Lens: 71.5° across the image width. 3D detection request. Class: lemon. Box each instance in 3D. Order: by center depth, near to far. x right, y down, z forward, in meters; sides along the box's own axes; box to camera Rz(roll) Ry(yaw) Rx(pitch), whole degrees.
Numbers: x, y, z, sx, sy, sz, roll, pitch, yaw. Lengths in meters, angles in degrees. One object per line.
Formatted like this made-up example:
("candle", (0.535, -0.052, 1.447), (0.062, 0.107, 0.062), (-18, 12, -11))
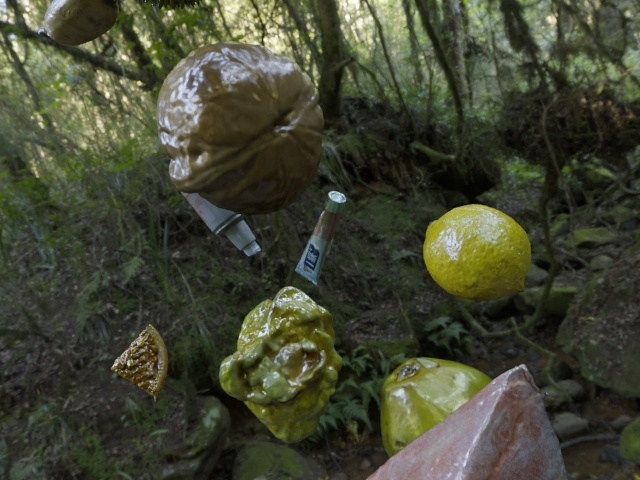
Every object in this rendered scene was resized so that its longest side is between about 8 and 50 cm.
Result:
("lemon", (0.174, 0.013, 0.505), (0.109, 0.133, 0.109), (-28, -42, -29))

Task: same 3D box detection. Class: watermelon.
("watermelon", (0.180, 0.309, 0.575), (0.282, 0.293, 0.250), (18, -19, -18))

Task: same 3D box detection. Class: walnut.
("walnut", (-0.146, -0.192, 0.803), (0.332, 0.333, 0.333), (-21, -5, -2))

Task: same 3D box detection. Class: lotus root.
("lotus root", (-0.313, -0.305, 0.594), (0.151, 0.063, 0.072), (-21, 16, 23))

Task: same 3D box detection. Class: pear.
("pear", (0.256, 0.379, 0.874), (0.269, 0.321, 0.269), (-43, 7, 6))

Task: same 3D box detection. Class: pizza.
("pizza", (-0.431, 0.290, 1.063), (0.130, 0.178, 0.041), (5, -22, -10))

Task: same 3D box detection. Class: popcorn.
("popcorn", (-0.101, 0.305, 1.143), (0.294, 0.292, 0.334), (-59, 12, 32))

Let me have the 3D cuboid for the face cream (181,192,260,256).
("face cream", (-0.234, -0.066, 1.073), (0.101, 0.252, 0.101), (-37, 3, 2))

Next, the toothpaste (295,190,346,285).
("toothpaste", (0.000, 0.000, 0.838), (0.036, 0.056, 0.205), (-32, -28, -47))

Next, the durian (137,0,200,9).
("durian", (-0.330, -0.579, 0.894), (0.176, 0.200, 0.237), (10, 19, 3))
